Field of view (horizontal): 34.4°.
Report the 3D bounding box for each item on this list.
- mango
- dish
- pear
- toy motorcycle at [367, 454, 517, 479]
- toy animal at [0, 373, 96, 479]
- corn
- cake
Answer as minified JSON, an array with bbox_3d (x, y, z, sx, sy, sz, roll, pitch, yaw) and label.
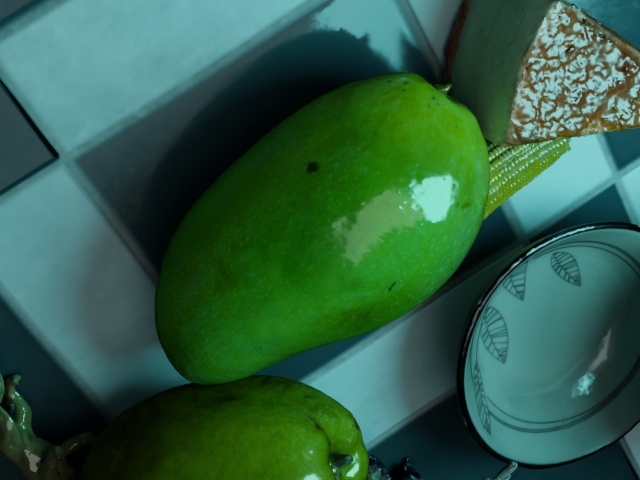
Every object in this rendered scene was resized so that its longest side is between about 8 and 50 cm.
[{"bbox_3d":[0.000,0.000,1.003,0.382,0.201,0.225,-41,125,5],"label":"mango"},{"bbox_3d":[0.273,0.107,1.191,0.317,0.106,0.316,-8,115,-18],"label":"dish"},{"bbox_3d":[-0.105,0.263,1.041,0.321,0.269,0.269,-24,120,19],"label":"pear"},{"bbox_3d":[0.043,0.347,1.199,0.401,0.134,0.207,-40,118,3],"label":"toy motorcycle"},{"bbox_3d":[-0.290,0.207,1.067,0.086,0.069,0.219,-16,115,10],"label":"toy animal"},{"bbox_3d":[0.192,-0.075,1.107,0.165,0.063,0.085,-35,135,-4],"label":"corn"},{"bbox_3d":[0.256,-0.146,1.051,0.262,0.158,0.159,26,106,-27],"label":"cake"}]
